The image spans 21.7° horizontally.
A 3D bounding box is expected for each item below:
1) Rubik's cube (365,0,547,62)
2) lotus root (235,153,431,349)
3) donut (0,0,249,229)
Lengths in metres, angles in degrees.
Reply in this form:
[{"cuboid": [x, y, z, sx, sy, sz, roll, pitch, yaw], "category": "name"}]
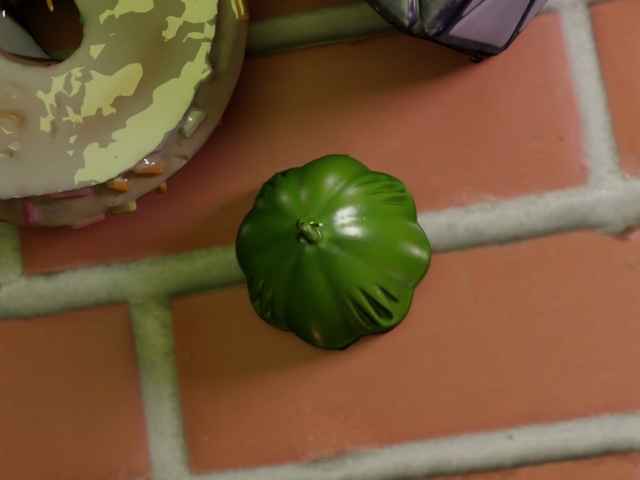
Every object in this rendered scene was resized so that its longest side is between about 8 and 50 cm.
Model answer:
[{"cuboid": [0.103, -0.358, 1.421, 0.307, 0.310, 0.305, 43, 106, 12], "category": "Rubik's cube"}, {"cuboid": [0.000, 0.000, 1.470, 0.186, 0.186, 0.186, -1, 81, 8], "category": "lotus root"}, {"cuboid": [-0.244, -0.188, 1.548, 0.383, 0.142, 0.382, -2, 80, 10], "category": "donut"}]
